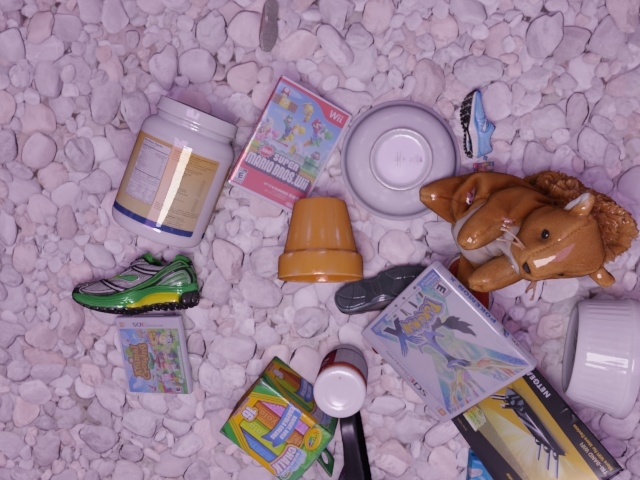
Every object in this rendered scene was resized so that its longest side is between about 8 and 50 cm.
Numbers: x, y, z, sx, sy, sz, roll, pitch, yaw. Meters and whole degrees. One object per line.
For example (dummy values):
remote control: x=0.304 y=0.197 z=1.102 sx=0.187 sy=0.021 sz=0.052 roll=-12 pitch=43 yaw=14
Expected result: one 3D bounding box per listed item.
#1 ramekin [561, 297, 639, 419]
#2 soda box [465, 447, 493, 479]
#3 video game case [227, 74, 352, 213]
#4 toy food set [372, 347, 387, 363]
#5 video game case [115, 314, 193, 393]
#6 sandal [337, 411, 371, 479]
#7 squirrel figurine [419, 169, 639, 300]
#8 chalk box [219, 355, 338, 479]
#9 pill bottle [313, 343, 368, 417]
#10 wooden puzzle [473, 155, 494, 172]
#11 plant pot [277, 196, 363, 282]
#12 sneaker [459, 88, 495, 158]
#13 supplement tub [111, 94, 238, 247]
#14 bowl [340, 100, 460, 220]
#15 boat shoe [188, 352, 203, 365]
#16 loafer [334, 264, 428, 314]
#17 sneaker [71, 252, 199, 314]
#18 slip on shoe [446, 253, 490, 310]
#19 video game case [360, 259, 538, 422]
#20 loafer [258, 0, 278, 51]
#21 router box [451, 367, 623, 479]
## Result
ramekin: x=0.632 y=0.256 z=1.305 sx=0.127 sy=0.273 sz=0.273 roll=8 pitch=97 yaw=18
soda box: x=0.405 y=0.641 z=1.458 sx=0.067 sy=0.071 sz=0.210 roll=3 pitch=96 yaw=6
video game case: x=-0.074 y=-0.224 z=1.402 sx=0.204 sy=0.025 sz=0.285 roll=25 pitch=99 yaw=-24
toy food set: x=0.174 y=0.247 z=1.472 sx=0.078 sy=0.019 sz=0.122 roll=35 pitch=106 yaw=2
video game case: x=-0.438 y=0.300 z=1.515 sx=0.193 sy=0.023 sz=0.213 roll=-3 pitch=101 yaw=18
sandal: x=0.073 y=0.630 z=1.455 sx=0.107 sy=0.167 sz=0.446 roll=-8 pitch=89 yaw=9
squirrel figurine: x=0.471 y=-0.034 z=1.203 sx=0.396 sy=0.370 sz=0.281 roll=-20 pitch=100 yaw=-15
chalk box: x=-0.069 y=0.467 z=1.441 sx=0.289 sy=0.180 sz=0.179 roll=38 pitch=99 yaw=0
pill bottle: x=0.054 y=0.329 z=1.390 sx=0.121 sy=0.221 sz=0.121 roll=1 pitch=96 yaw=6
wooden puzzle: x=0.401 y=-0.166 z=1.408 sx=0.049 sy=0.006 sz=0.083 roll=-5 pitch=95 yaw=7
plant pot: x=0.000 y=0.000 z=1.386 sx=0.205 sy=0.205 sz=0.188 roll=-1 pitch=81 yaw=7
sneaker: x=0.381 y=-0.280 z=1.381 sx=0.073 sy=0.063 sz=0.162 roll=-7 pitch=100 yaw=-10
supplement tub: x=-0.342 y=-0.163 z=1.380 sx=0.228 sy=0.228 sz=0.316 roll=23 pitch=98 yaw=4
bowl: x=0.189 y=-0.189 z=1.366 sx=0.297 sy=0.134 sz=0.298 roll=1 pitch=96 yaw=7
boat shoe: x=-0.364 y=0.316 z=1.530 sx=0.100 sy=0.035 sz=0.035 roll=10 pitch=97 yaw=6
loafer: x=0.169 y=0.129 z=1.440 sx=0.267 sy=0.084 sz=0.096 roll=-12 pitch=62 yaw=4
sneaker: x=-0.476 y=0.114 z=1.491 sx=0.343 sy=0.134 sz=0.146 roll=-7 pitch=75 yaw=8
slip on shoe: x=0.349 y=0.198 z=1.405 sx=0.123 sy=0.101 sz=0.331 roll=7 pitch=95 yaw=7
video game case: x=0.276 y=0.243 z=1.322 sx=0.300 sy=0.036 sz=0.329 roll=46 pitch=136 yaw=10
loafer: x=-0.129 y=-0.528 z=1.419 sx=0.045 sy=0.039 sz=0.125 roll=3 pitch=101 yaw=-27
router box: x=0.493 y=0.470 z=1.346 sx=0.243 sy=0.081 sz=0.309 roll=-42 pitch=54 yaw=8
